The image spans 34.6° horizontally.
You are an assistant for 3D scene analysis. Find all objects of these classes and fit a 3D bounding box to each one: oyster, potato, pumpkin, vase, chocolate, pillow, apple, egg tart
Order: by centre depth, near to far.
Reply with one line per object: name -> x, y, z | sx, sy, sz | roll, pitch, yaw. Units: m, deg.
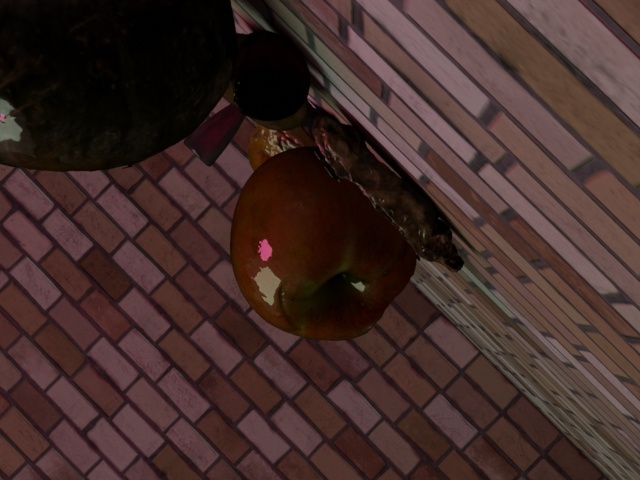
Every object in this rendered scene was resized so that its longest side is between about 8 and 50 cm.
pumpkin -> -0.336, -0.281, 1.378 | 0.454, 0.454, 0.344 | 45, 149, 27
chocolate -> -0.080, -0.238, 1.445 | 0.127, 0.124, 0.133 | 39, -147, -42
oyster -> 0.116, -0.073, 1.603 | 0.345, 0.078, 0.129 | 43, -160, -16
potato -> -0.095, -0.250, 1.605 | 0.149, 0.113, 0.251 | 43, 177, -38
pillow -> 0.002, -0.191, 1.766 | 0.090, 0.048, 0.150 | 42, -177, -30
apple -> 0.000, 0.000, 1.843 | 0.339, 0.339, 0.339 | 45, 179, 1
egg tart -> -0.023, -0.138, 2.133 | 0.339, 0.153, 0.351 | 42, 180, -3
vase -> -0.218, -0.277, 2.405 | 0.086, 0.214, 0.086 | 43, 178, 2
